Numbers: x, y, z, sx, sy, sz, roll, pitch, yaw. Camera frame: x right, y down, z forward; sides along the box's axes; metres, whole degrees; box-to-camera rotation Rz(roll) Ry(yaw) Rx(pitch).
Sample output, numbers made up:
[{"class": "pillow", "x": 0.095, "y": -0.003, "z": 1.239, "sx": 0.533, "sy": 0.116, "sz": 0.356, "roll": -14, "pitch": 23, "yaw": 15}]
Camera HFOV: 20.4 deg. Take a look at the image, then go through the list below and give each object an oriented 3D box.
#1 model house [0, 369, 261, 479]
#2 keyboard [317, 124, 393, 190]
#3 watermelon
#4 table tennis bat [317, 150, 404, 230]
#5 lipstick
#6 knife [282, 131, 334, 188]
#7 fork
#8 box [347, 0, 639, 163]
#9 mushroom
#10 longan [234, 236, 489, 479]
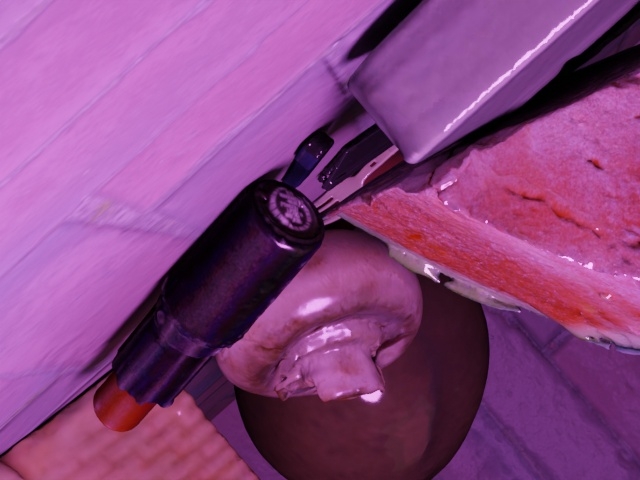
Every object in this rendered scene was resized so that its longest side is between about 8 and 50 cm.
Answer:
[{"class": "model house", "x": -0.218, "y": 0.365, "z": 1.738, "sx": 0.382, "sy": 0.343, "sz": 0.334, "roll": -39, "pitch": 173, "yaw": -28}, {"class": "keyboard", "x": 0.067, "y": -0.107, "z": 1.696, "sx": 0.195, "sy": 0.018, "sz": 0.060, "roll": -37, "pitch": 166, "yaw": -44}, {"class": "watermelon", "x": 0.201, "y": -0.009, "z": 1.334, "sx": 0.319, "sy": 0.222, "sz": 0.292, "roll": -27, "pitch": -179, "yaw": -8}, {"class": "table tennis bat", "x": 0.000, "y": 0.000, "z": 1.967, "sx": 0.310, "sy": 0.038, "sz": 0.200, "roll": -44, "pitch": 172, "yaw": 26}, {"class": "lipstick", "x": -0.103, "y": 0.062, "z": 1.480, "sx": 0.300, "sy": 0.081, "sz": 0.081, "roll": -46, "pitch": 173, "yaw": 37}, {"class": "knife", "x": -0.013, "y": -0.061, "z": 1.463, "sx": 0.031, "sy": 0.018, "sz": 0.121, "roll": -47, "pitch": 178, "yaw": -22}, {"class": "fork", "x": 0.069, "y": -0.090, "z": 1.794, "sx": 0.219, "sy": 0.034, "sz": 0.028, "roll": -43, "pitch": 149, "yaw": -5}, {"class": "box", "x": 0.228, "y": -0.233, "z": 1.285, "sx": 0.396, "sy": 0.111, "sz": 0.396, "roll": -43, "pitch": 176, "yaw": 31}, {"class": "mushroom", "x": 0.000, "y": 0.090, "z": 1.834, "sx": 0.226, "sy": 0.178, "sz": 0.226, "roll": -10, "pitch": 149, "yaw": -6}, {"class": "longan", "x": 0.054, "y": 0.168, "z": 2.303, "sx": 0.361, "sy": 0.361, "sz": 0.361, "roll": -41, "pitch": 175, "yaw": -4}]
